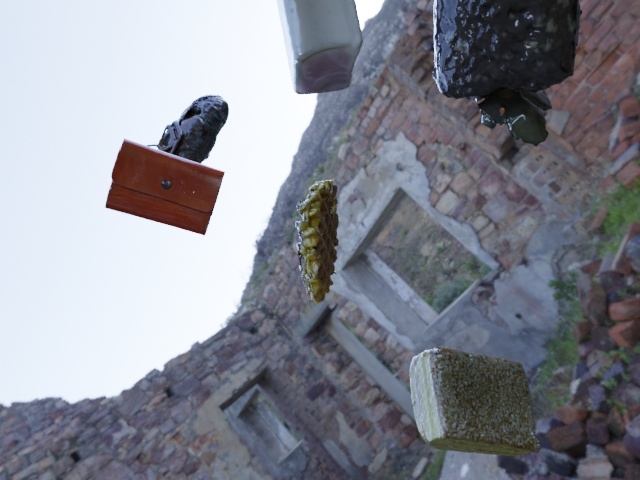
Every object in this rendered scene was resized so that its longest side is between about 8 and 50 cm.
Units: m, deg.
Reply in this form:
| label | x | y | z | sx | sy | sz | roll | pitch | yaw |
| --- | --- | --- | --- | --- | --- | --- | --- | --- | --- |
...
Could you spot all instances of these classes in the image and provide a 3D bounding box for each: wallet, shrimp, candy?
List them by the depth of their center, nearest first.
| label | x | y | z | sx | sy | sz | roll | pitch | yaw |
| --- | --- | --- | --- | --- | --- | --- | --- | --- | --- |
| wallet | -0.308 | -0.103 | 0.920 | 0.045 | 0.204 | 0.142 | -146 | 74 | -72 |
| candy | -0.020 | -0.511 | 0.973 | 0.145 | 0.359 | 0.208 | -12 | -2 | -3 |
| shrimp | -0.360 | -0.227 | 1.226 | 0.372 | 0.137 | 0.172 | -53 | -24 | -9 |

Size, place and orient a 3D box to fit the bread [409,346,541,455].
| label | x | y | z | sx | sy | sz | roll | pitch | yaw |
| --- | --- | --- | --- | --- | --- | --- | --- | --- | --- |
| bread | 0.299 | 0.319 | 0.913 | 0.110 | 0.234 | 0.184 | 125 | 154 | -48 |

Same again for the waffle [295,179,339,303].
| label | x | y | z | sx | sy | sz | roll | pitch | yaw |
| --- | --- | --- | --- | --- | --- | --- | --- | --- | --- |
| waffle | 0.000 | 0.000 | 0.894 | 0.229 | 0.051 | 0.232 | -61 | -28 | -67 |

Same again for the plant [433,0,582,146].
| label | x | y | z | sx | sy | sz | roll | pitch | yaw |
| --- | --- | --- | --- | --- | --- | --- | --- | --- | --- |
| plant | 0.295 | -0.304 | 0.743 | 0.312 | 0.213 | 0.215 | 71 | -147 | -45 |
